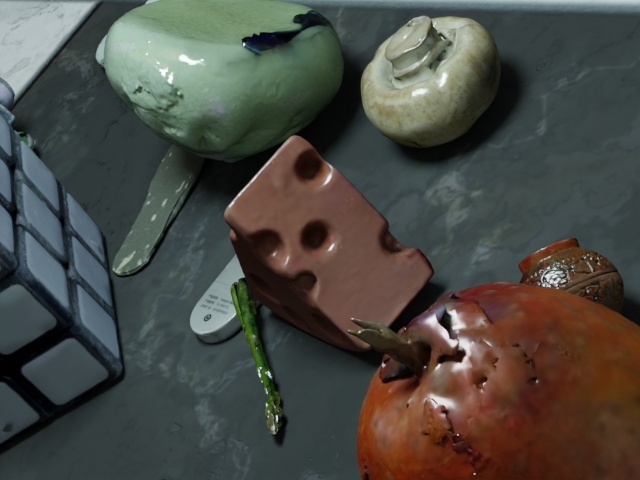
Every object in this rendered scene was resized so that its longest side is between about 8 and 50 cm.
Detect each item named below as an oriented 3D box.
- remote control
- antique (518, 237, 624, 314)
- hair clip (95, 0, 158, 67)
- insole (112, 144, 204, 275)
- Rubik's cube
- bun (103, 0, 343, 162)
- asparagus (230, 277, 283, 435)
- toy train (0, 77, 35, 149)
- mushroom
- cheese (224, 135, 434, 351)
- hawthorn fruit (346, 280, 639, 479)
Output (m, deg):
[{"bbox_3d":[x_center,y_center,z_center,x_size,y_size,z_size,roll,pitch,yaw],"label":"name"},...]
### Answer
[{"bbox_3d":[-0.060,0.016,1.864,0.077,0.022,0.245,13,60,50],"label":"remote control"},{"bbox_3d":[0.227,0.053,1.504,0.104,0.104,0.104,-24,37,19],"label":"antique"},{"bbox_3d":[-0.274,-0.286,2.374,0.116,0.049,0.172,-19,36,18],"label":"hair clip"},{"bbox_3d":[-0.193,-0.053,2.067,0.081,0.011,0.248,-8,46,39],"label":"insole"},{"bbox_3d":[-0.438,0.049,1.919,0.301,0.303,0.305,-32,37,10],"label":"Rubik's cube"},{"bbox_3d":[-0.118,-0.182,1.992,0.293,0.187,0.293,3,19,-1],"label":"bun"},{"bbox_3d":[-0.065,0.121,1.732,0.233,0.023,0.022,-108,33,-48],"label":"asparagus"},{"bbox_3d":[-0.549,-0.098,2.308,0.249,0.173,0.307,-10,43,47],"label":"toy train"},{"bbox_3d":[0.118,-0.182,1.840,0.166,0.127,0.166,-29,29,18],"label":"mushroom"},{"bbox_3d":[0.019,0.019,1.687,0.177,0.203,0.128,35,72,22],"label":"cheese"},{"bbox_3d":[0.140,0.145,1.305,0.276,0.307,0.276,-35,35,29],"label":"hawthorn fruit"}]
